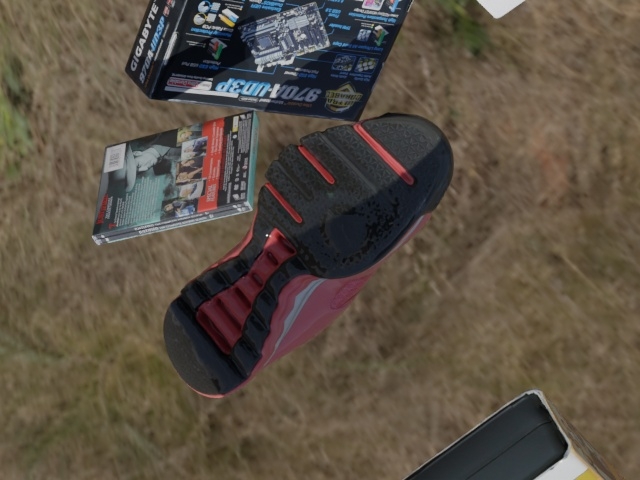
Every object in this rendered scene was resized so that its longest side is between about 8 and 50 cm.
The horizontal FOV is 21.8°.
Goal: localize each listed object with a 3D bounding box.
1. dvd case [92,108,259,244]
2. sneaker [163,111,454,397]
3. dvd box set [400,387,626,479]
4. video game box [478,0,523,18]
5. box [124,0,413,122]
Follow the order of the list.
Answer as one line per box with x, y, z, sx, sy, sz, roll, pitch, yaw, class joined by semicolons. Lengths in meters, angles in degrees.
-0.101;-0.045;1.171;0.119;0.087;0.013;-12;139;16;dvd case
-0.001;0.000;1.354;0.314;0.136;0.116;-44;77;29;sneaker
0.125;0.295;1.100;0.307;0.062;0.420;-37;133;8;dvd box set
0.186;-0.280;1.189;0.205;0.187;0.048;-33;124;27;video game box
-0.030;-0.191;1.362;0.220;0.051;0.175;3;123;-37;box
